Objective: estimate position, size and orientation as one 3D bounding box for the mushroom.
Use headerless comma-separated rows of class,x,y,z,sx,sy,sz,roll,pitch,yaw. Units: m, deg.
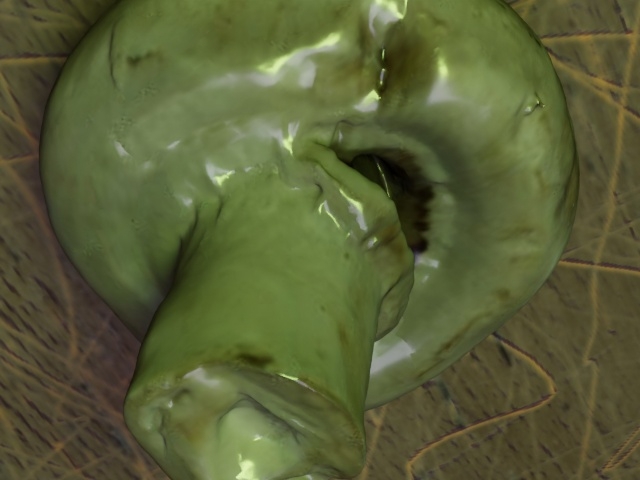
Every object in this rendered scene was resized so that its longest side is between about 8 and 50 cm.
mushroom,0.000,0.000,0.800,0.292,0.290,0.293,-1,127,-2
